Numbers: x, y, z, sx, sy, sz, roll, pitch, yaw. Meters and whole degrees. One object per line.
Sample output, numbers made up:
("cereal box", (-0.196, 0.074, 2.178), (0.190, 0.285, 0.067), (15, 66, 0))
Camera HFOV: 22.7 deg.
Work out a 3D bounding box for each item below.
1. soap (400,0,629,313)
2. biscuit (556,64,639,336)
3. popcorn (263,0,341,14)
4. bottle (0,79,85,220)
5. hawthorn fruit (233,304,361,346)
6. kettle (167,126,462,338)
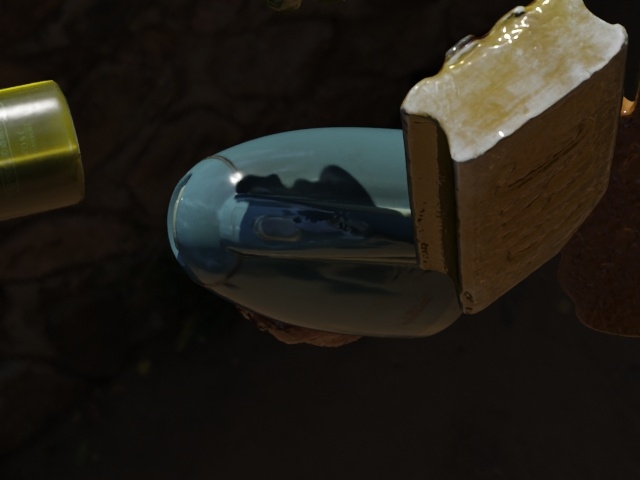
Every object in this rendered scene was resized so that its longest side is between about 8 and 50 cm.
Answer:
("soap", (0.126, -0.054, 1.048), (0.140, 0.232, 0.073), (-35, 66, -11))
("biscuit", (0.306, -0.059, 1.615), (0.202, 0.334, 0.047), (8, 26, 27))
("popcorn", (-0.018, -0.376, 1.487), (0.312, 0.312, 0.312), (-29, 43, 31))
("bottle", (-0.292, -0.032, 0.976), (0.286, 0.082, 0.082), (-13, 36, -14))
("hawthorn fruit", (-0.007, 0.022, 2.243), (0.262, 0.258, 0.258), (-41, 37, 4))
("kettle", (0.008, -0.014, 1.781), (0.319, 0.342, 0.247), (2, 88, 52))
